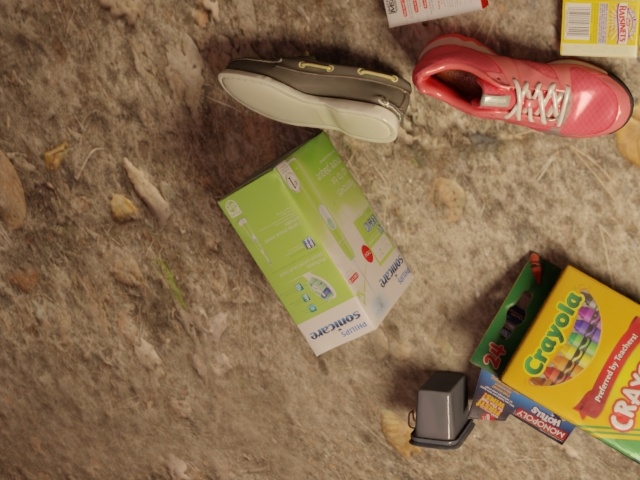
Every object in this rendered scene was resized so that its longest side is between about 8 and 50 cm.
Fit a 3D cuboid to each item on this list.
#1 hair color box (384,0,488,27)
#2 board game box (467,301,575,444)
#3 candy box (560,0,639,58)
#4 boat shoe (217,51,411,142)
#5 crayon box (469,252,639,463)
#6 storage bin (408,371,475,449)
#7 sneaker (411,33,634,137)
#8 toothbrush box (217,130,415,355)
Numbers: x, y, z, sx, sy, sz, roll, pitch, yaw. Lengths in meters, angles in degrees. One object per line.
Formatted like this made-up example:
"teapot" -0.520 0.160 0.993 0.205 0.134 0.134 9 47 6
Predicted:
"hair color box" 0.162 -0.353 1.489 0.141 0.043 0.072 -6 109 24
"board game box" 0.325 0.226 1.652 0.194 0.060 0.194 31 120 8
"candy box" 0.381 -0.350 1.405 0.105 0.027 0.205 6 114 18
"boat shoe" -0.010 -0.230 1.587 0.305 0.091 0.109 17 159 21
"crayon box" 0.405 0.177 1.532 0.319 0.081 0.202 29 87 9
"storage bin" 0.192 0.270 1.694 0.098 0.135 0.091 3 101 22
"sneaker" 0.271 -0.197 1.453 0.314 0.136 0.116 16 118 16
"toothbrush box" 0.000 0.000 1.612 0.122 0.206 0.283 -27 98 29
